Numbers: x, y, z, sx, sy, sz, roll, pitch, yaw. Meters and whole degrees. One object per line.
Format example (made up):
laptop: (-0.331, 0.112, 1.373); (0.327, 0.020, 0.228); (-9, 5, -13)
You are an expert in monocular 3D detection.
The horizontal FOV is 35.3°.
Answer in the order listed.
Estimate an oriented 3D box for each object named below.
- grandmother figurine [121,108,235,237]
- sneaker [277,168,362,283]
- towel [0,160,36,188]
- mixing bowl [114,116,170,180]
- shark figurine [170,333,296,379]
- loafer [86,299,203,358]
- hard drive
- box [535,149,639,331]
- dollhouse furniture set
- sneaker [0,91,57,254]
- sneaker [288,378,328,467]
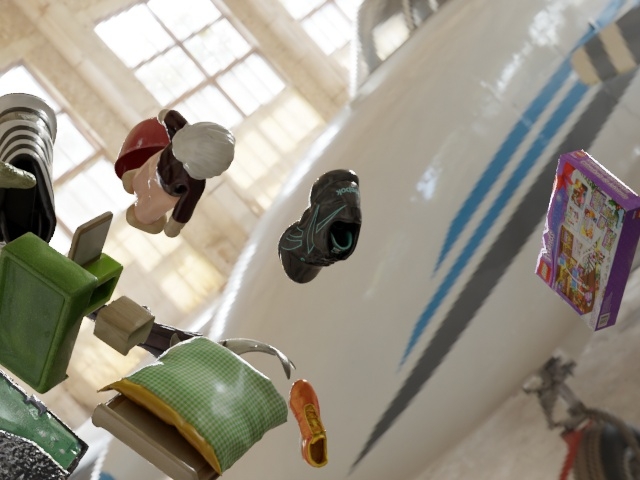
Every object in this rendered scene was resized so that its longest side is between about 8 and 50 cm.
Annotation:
grandmother figurine: (-0.228, -0.113, 1.607); (0.104, 0.208, 0.342); (-14, -3, -30)
sneaker: (0.000, 0.000, 1.706); (0.101, 0.106, 0.267); (-3, -38, -25)
towel: (-0.527, -0.107, 1.553); (0.110, 0.148, 0.027); (39, -123, -72)
mixing bowl: (-0.312, -0.180, 1.975); (0.181, 0.181, 0.098); (-38, 49, 50)
shark figurine: (-0.194, 0.241, 1.984); (0.278, 0.166, 0.116); (-21, -9, -17)
loafer: (-0.373, 0.178, 2.120); (0.109, 0.302, 0.095); (20, 76, 51)
hard drive: (-0.480, 0.311, 1.375); (0.064, 0.237, 0.339); (-42, 9, 22)
box: (0.517, 0.001, 1.942); (0.057, 0.201, 0.293); (-15, -49, -22)
dollhouse furniture set: (-0.177, 0.105, 1.091); (0.197, 0.301, 0.151); (-37, -25, -54)
sneaker: (-0.572, -0.021, 1.835); (0.258, 0.169, 0.448); (-103, 24, -46)
sneaker: (-0.015, 0.348, 1.920); (0.064, 0.175, 0.067); (-18, 10, -29)
